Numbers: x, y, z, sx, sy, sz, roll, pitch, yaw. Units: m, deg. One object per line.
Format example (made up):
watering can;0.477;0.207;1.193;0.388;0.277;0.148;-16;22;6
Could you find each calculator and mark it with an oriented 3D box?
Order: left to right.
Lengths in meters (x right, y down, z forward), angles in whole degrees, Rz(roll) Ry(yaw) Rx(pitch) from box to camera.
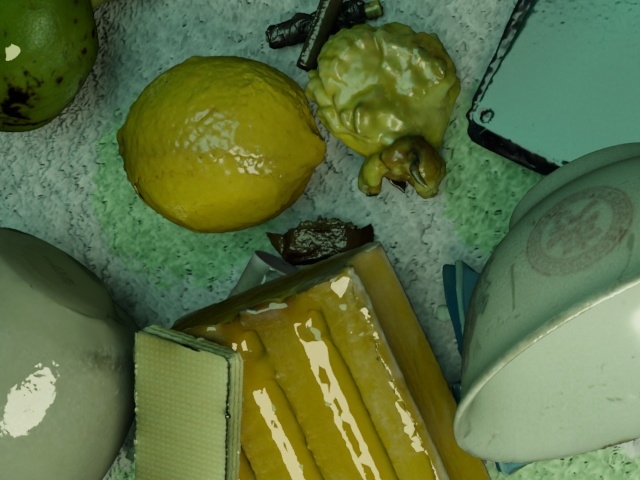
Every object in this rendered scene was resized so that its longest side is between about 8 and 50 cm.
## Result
calculator;0.322;-0.173;1.218;0.274;0.058;0.248;26;96;15

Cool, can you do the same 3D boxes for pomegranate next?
pomegranate;-0.360;-0.266;1.334;0.340;0.260;0.260;-26;80;-11

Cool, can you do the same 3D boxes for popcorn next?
popcorn;0.071;-0.145;1.236;0.168;0.173;0.195;6;82;-26

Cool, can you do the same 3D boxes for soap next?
soap;-0.006;0.205;1.199;0.293;0.156;0.335;-23;97;29

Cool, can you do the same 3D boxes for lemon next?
lemon;-0.117;-0.111;1.271;0.260;0.204;0.204;0;88;22

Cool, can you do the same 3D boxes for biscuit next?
biscuit;-0.137;0.193;1.152;0.121;0.040;0.200;14;112;27

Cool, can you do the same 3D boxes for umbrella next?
umbrella;0.004;-0.261;1.324;0.143;0.040;0.037;-14;72;14

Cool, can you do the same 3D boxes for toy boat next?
toy boat;0.182;0.137;1.230;0.098;0.109;0.238;-14;89;40

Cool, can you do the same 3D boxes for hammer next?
hammer;0.048;-0.367;1.270;0.043;0.111;0.366;20;91;15

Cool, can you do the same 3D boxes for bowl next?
bowl;0.301;0.033;1.074;0.434;0.435;0.196;-26;60;14

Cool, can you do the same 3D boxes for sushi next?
sushi;0.000;0.000;1.307;0.120;0.052;0.055;-8;85;15

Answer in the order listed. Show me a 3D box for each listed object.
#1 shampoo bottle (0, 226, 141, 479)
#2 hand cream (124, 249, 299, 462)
shampoo bottle;-0.367;0.163;1.270;0.322;0.322;0.317;37;88;14
hand cream;-0.125;0.161;1.331;0.111;0.070;0.312;28;99;4
